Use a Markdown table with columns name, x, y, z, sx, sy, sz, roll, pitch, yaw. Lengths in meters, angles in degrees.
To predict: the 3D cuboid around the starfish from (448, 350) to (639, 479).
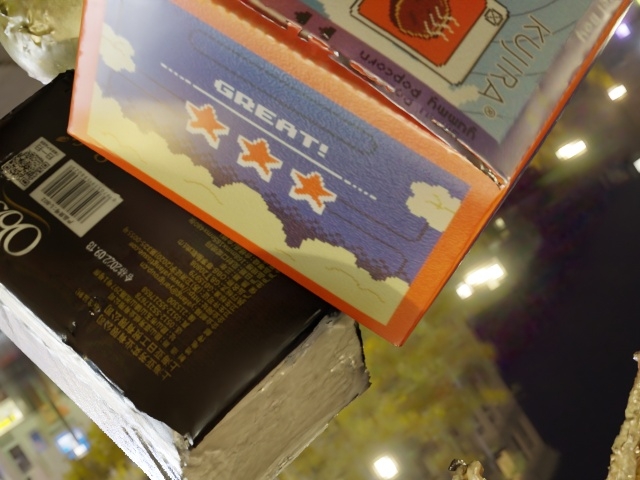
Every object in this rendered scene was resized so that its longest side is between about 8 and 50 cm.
| name | x | y | z | sx | sy | sz | roll | pitch | yaw |
| --- | --- | --- | --- | --- | --- | --- | --- | --- | --- |
| starfish | 0.164 | 0.181 | 0.779 | 0.295 | 0.231 | 0.048 | -21 | -150 | -24 |

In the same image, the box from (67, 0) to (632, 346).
| name | x | y | z | sx | sy | sz | roll | pitch | yaw |
| --- | --- | --- | --- | --- | --- | --- | --- | --- | --- |
| box | 0.044 | -0.175 | 0.993 | 0.348 | 0.319 | 0.257 | -53 | 175 | -32 |

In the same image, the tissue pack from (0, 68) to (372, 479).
| name | x | y | z | sx | sy | sz | roll | pitch | yaw |
| --- | --- | --- | --- | --- | --- | --- | --- | --- | --- |
| tissue pack | -0.160 | 0.041 | 1.146 | 0.210 | 0.370 | 0.198 | -43 | 153 | -14 |

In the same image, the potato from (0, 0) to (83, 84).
| name | x | y | z | sx | sy | sz | roll | pitch | yaw |
| --- | --- | --- | --- | --- | --- | --- | --- | --- | --- |
| potato | -0.143 | -0.248 | 1.319 | 0.269 | 0.359 | 0.219 | -69 | 167 | -49 |
